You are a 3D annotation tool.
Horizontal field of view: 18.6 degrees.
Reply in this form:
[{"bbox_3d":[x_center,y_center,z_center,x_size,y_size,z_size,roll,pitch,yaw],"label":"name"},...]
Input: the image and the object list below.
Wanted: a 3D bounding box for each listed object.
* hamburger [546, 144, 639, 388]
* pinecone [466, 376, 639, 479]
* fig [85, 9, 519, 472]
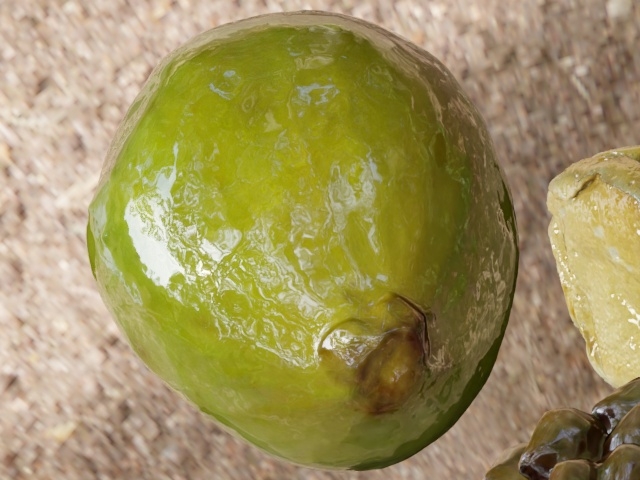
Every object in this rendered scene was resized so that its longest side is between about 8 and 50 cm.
[{"bbox_3d":[0.267,0.024,1.573,0.108,0.214,0.214,-26,61,-21],"label":"hamburger"},{"bbox_3d":[0.190,0.279,1.060,0.384,0.384,0.384,-6,66,13],"label":"pinecone"},{"bbox_3d":[-0.002,0.000,0.617,0.136,0.121,0.153,-26,71,-12],"label":"fig"}]
